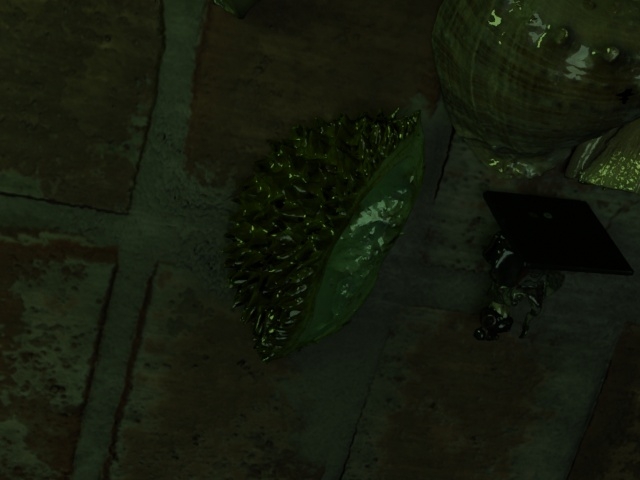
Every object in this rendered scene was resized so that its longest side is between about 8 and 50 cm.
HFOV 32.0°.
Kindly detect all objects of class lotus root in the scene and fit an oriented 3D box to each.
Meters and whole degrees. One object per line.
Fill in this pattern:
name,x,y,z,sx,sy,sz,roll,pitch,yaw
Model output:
lotus root,0.415,-0.105,1.419,0.159,0.095,0.135,31,105,23

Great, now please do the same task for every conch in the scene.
conch,0.279,-0.217,1.291,0.297,0.210,0.352,24,107,-1

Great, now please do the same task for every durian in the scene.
durian,-0.008,-0.006,1.414,0.198,0.163,0.394,-8,127,-47

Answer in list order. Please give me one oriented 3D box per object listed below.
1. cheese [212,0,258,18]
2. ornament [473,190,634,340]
cheese,-0.072,-0.359,1.234,0.202,0.091,0.175,-34,115,8
ornament,0.269,0.056,1.446,0.153,0.166,0.196,6,126,-18
